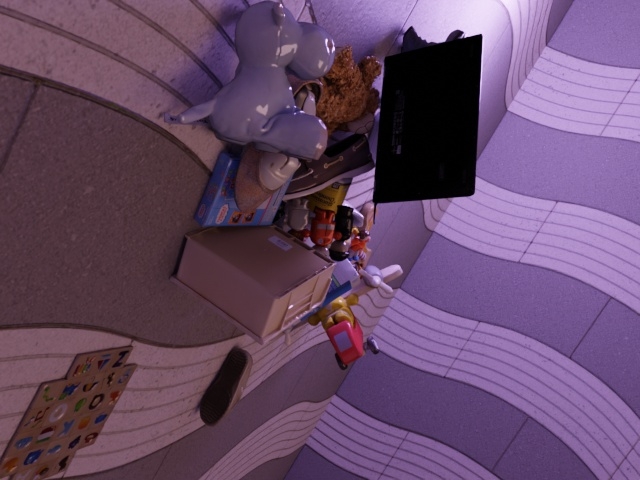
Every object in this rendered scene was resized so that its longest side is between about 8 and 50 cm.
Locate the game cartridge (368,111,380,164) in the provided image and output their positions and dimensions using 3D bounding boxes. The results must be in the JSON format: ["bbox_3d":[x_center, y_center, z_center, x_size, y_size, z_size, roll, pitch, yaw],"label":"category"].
[{"bbox_3d":[0.242,-0.364,1.931,0.294,0.060,0.196,-38,158,-44],"label":"game cartridge"}]

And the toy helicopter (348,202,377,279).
[{"bbox_3d":[0.125,0.032,2.234,0.235,0.140,0.354,-7,118,-55],"label":"toy helicopter"}]

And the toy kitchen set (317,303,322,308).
[{"bbox_3d":[-0.113,0.161,1.716,0.122,0.207,0.166,-93,-158,-58],"label":"toy kitchen set"}]

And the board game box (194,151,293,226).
[{"bbox_3d":[-0.158,-0.106,1.316,0.212,0.039,0.160,-4,126,-54],"label":"board game box"}]

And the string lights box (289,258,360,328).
[{"bbox_3d":[-0.024,0.136,1.837,0.260,0.133,0.076,-32,158,-7],"label":"string lights box"}]

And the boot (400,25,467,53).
[{"bbox_3d":[0.283,-0.508,1.601,0.083,0.161,0.246,-44,173,-11],"label":"boot"}]

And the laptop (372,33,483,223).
[{"bbox_3d":[0.256,-0.258,1.546,0.236,0.408,0.381,16,76,-50],"label":"laptop"}]

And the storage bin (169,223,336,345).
[{"bbox_3d":[-0.140,0.067,1.357,0.260,0.262,0.123,-27,143,-56],"label":"storage bin"}]

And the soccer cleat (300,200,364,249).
[{"bbox_3d":[0.000,0.000,1.780,0.331,0.143,0.116,-46,159,-27],"label":"soccer cleat"}]

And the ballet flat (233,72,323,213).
[{"bbox_3d":[-0.079,-0.197,1.220,0.108,0.106,0.315,23,85,-53],"label":"ballet flat"}]

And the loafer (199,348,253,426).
[{"bbox_3d":[-0.282,0.462,1.901,0.268,0.102,0.092,-59,156,6],"label":"loafer"}]

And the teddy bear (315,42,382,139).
[{"bbox_3d":[0.056,-0.330,1.432,0.245,0.113,0.338,-50,160,-12],"label":"teddy bear"}]

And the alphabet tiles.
[{"bbox_3d":[-0.528,0.373,1.283,0.342,0.011,0.285,-59,162,8],"label":"alphabet tiles"}]

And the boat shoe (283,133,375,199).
[{"bbox_3d":[-0.004,-0.183,1.509,0.325,0.117,0.096,-24,112,-29],"label":"boat shoe"}]

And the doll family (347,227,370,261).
[{"bbox_3d":[0.042,-0.001,1.979,0.263,0.118,0.163,-18,148,-34],"label":"doll family"}]

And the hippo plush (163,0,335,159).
[{"bbox_3d":[-0.104,-0.283,1.054,0.295,0.234,0.236,11,95,-26],"label":"hippo plush"}]

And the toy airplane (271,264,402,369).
[{"bbox_3d":[0.039,0.202,1.998,0.386,0.385,0.272,-57,133,-28],"label":"toy airplane"}]

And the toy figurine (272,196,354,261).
[{"bbox_3d":[-0.031,-0.023,1.549,0.213,0.210,0.148,-19,119,-67],"label":"toy figurine"}]

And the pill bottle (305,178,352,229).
[{"bbox_3d":[0.013,-0.117,1.681,0.103,0.103,0.184,-29,147,-54],"label":"pill bottle"}]
